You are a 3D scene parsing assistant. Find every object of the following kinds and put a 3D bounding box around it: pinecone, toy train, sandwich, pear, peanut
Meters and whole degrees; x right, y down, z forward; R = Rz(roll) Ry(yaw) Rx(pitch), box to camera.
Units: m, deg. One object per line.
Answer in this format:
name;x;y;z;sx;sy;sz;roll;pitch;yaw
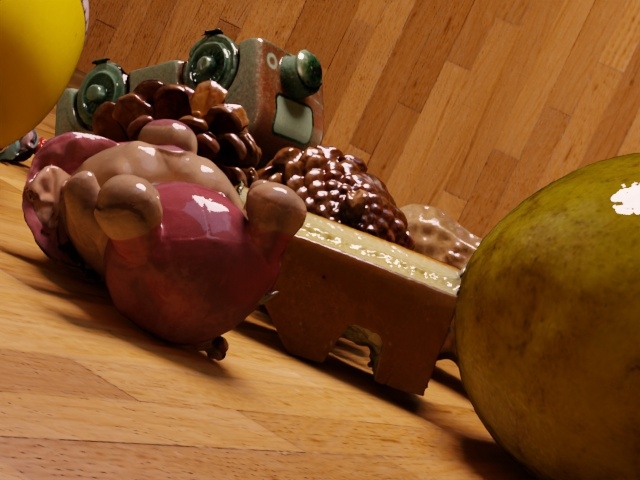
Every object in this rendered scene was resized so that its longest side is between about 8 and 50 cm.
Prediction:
pinecone;-0.145;-0.065;1.706;0.150;0.179;0.195;44;19;-31
toy train;-0.137;-0.120;1.894;0.326;0.159;0.129;-11;-17;34
pinecone;0.002;-0.001;1.794;0.212;0.168;0.186;79;-12;-84
sandwich;0.010;0.046;1.631;0.235;0.128;0.122;21;8;-5
pear;0.292;0.085;1.516;0.352;0.352;0.413;24;3;-21
peanut;0.146;0.069;1.879;0.233;0.110;0.197;30;-36;23

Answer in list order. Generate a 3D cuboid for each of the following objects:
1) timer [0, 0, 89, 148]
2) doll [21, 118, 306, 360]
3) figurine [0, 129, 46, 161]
timer;-0.355;-0.172;1.634;0.285;0.285;0.285;25;5;-2
doll;-0.129;-0.016;1.434;0.196;0.152;0.256;38;-5;-23
figurine;-0.338;-0.109;1.971;0.060;0.047;0.106;17;6;8
